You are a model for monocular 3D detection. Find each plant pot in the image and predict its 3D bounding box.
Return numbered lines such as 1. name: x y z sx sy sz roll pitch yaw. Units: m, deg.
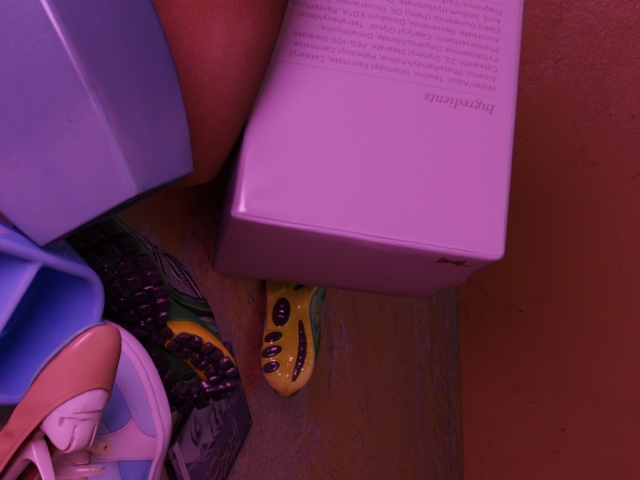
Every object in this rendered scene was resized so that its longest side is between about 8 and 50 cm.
1. plant pot: -0.215 -0.128 0.794 0.234 0.165 0.165 63 23 -3
2. plant pot: -0.154 -0.194 1.056 0.237 0.237 0.255 -54 156 -59

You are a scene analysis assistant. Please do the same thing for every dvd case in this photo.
1. dvd case: -0.151 0.272 1.374 0.221 0.018 0.165 -63 149 -51

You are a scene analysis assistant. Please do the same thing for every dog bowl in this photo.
1. dog bowl: -0.280 0.054 0.792 0.166 0.074 0.297 -59 158 -1

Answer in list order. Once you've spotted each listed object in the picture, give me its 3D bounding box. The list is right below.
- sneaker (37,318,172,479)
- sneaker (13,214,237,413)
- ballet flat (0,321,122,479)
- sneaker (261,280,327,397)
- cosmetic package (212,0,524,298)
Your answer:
1. sneaker: -0.238 0.247 0.926 0.208 0.127 0.319 -42 136 -65
2. sneaker: -0.215 0.053 1.057 0.344 0.134 0.146 59 3 -48
3. ballet flat: -0.232 0.170 0.846 0.232 0.073 0.080 -48 153 18
4. sneaker: -0.045 0.112 1.579 0.123 0.109 0.296 102 0 -60
5. cosmetic package: 0.053 -0.155 1.299 0.329 0.327 0.394 129 -31 -74
